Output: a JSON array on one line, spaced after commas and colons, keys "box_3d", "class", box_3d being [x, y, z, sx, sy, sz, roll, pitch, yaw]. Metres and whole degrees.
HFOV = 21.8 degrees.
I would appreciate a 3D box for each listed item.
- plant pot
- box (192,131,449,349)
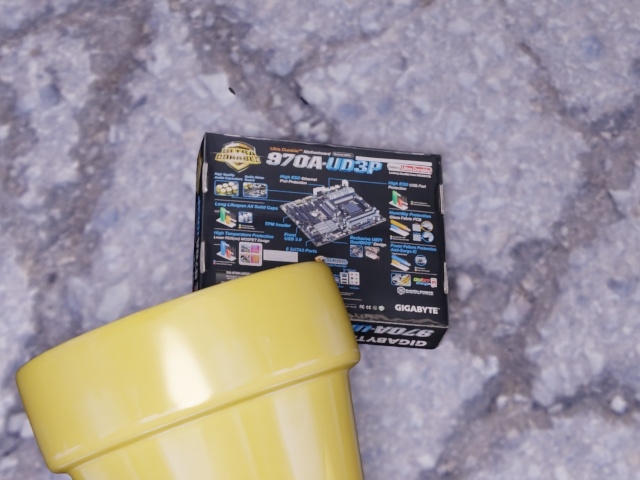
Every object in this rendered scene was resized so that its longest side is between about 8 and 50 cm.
[{"box_3d": [-0.073, 0.169, 1.243, 0.254, 0.254, 0.239, -17, 82, -20], "class": "plant pot"}, {"box_3d": [0.000, 0.000, 1.448, 0.220, 0.051, 0.175, 4, 61, -10], "class": "box"}]
